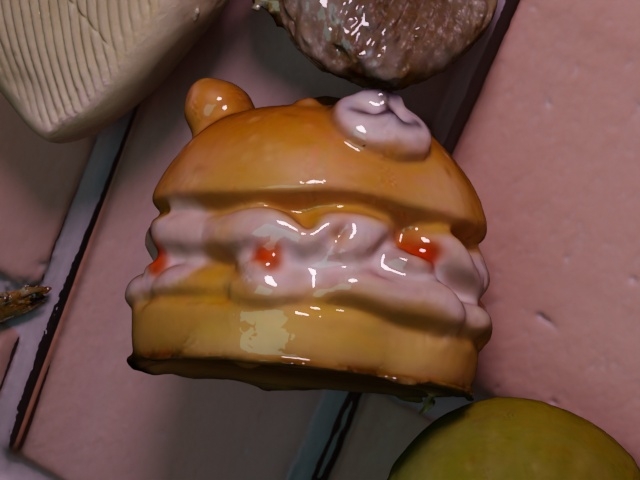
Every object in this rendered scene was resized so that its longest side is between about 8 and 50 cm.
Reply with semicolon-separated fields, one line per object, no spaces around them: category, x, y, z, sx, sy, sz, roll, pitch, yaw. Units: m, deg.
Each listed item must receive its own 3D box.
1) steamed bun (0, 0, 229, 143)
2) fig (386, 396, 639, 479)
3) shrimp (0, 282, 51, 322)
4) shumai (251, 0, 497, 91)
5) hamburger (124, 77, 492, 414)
steamed bun;-0.169;-0.197;1.508;0.170;0.152;0.239;53;128;6
fig;0.134;0.232;1.338;0.207;0.230;0.207;11;136;11
shrimp;-0.287;0.034;1.644;0.114;0.023;0.083;-14;85;30
shumai;0.033;-0.188;1.411;0.153;0.161;0.209;-29;39;51
hamburger;0.000;0.000;1.381;0.276;0.276;0.237;1;79;26
